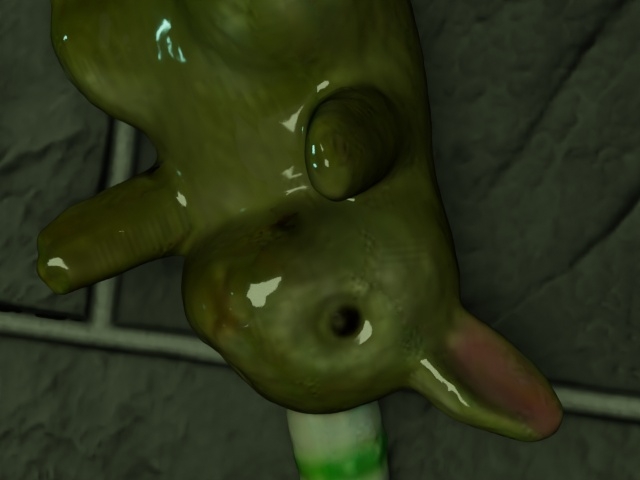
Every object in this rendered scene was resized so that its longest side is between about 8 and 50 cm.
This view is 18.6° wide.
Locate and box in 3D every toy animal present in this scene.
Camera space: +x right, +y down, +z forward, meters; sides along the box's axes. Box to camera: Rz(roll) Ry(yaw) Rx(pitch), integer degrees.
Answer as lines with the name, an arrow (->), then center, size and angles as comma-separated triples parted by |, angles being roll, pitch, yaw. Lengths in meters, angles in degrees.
toy animal -> -0.014, -0.005, 0.931 | 0.181, 0.180, 0.363 | -19, 83, 39
